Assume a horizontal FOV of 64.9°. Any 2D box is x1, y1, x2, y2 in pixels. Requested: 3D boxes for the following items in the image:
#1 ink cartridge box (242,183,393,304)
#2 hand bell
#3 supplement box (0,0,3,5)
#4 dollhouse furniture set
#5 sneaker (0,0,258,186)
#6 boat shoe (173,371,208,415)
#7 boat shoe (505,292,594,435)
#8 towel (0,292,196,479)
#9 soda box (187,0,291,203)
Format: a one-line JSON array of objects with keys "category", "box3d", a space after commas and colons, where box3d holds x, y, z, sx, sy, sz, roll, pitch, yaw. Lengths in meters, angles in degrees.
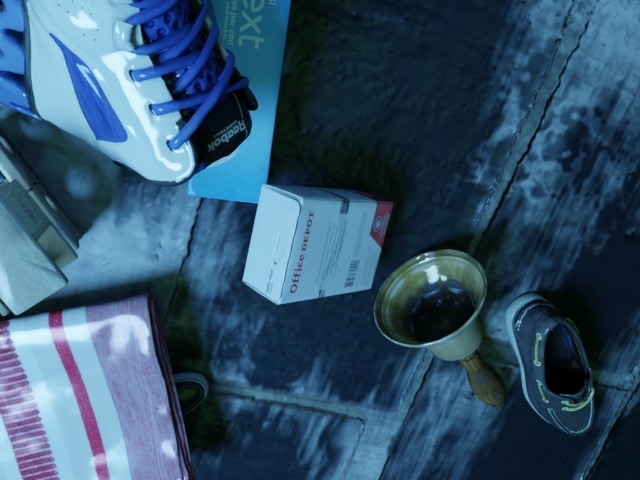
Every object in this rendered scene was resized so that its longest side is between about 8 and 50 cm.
[{"category": "ink cartridge box", "box3d": [0.000, 0.000, 0.488, 0.135, 0.056, 0.099, -2, 111, -47]}, {"category": "hand bell", "box3d": [0.174, 0.136, 0.593, 0.126, 0.126, 0.242, -37, 123, 1]}, {"category": "supplement box", "box3d": [-0.209, -0.251, 0.353, 0.073, 0.130, 0.239, 39, 95, -17]}, {"category": "dollhouse furniture set", "box3d": [-0.279, -0.006, 0.375, 0.129, 0.184, 0.128, -35, 111, -12]}, {"category": "sneaker", "box3d": [-0.110, -0.146, 0.325, 0.182, 0.315, 0.127, 37, 55, -7]}, {"category": "boat shoe", "box3d": [-0.189, 0.191, 0.546, 0.142, 0.040, 0.049, -23, 111, -5]}, {"category": "boat shoe", "box3d": [0.302, 0.174, 0.639, 0.081, 0.068, 0.227, -31, 111, -2]}, {"category": "towel", "box3d": [-0.303, 0.193, 0.485, 0.329, 0.037, 0.236, -11, 104, -8]}, {"category": "soda box", "box3d": [-0.075, -0.143, 0.452, 0.071, 0.067, 0.209, 5, 105, -15]}]
